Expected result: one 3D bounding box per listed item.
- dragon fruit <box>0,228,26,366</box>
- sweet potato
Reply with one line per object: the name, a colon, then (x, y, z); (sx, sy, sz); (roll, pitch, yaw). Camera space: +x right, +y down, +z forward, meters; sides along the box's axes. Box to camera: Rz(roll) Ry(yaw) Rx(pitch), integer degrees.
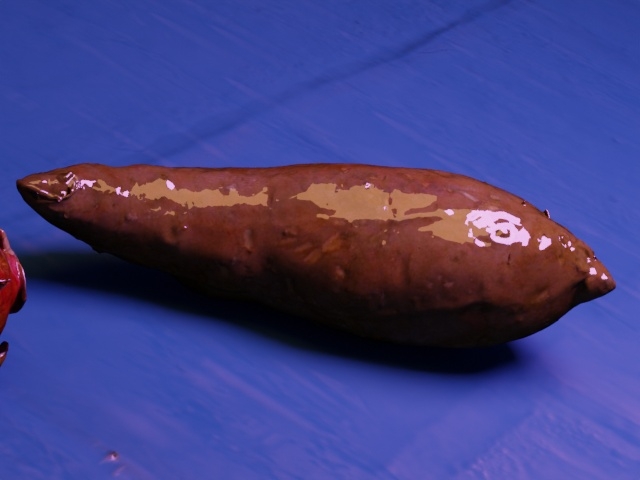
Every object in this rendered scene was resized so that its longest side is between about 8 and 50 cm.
dragon fruit: (-0.288, 0.056, 1.191); (0.246, 0.125, 0.125); (-26, 76, -28)
sweet potato: (-0.003, 0.000, 1.381); (0.423, 0.130, 0.130); (10, 32, -7)
